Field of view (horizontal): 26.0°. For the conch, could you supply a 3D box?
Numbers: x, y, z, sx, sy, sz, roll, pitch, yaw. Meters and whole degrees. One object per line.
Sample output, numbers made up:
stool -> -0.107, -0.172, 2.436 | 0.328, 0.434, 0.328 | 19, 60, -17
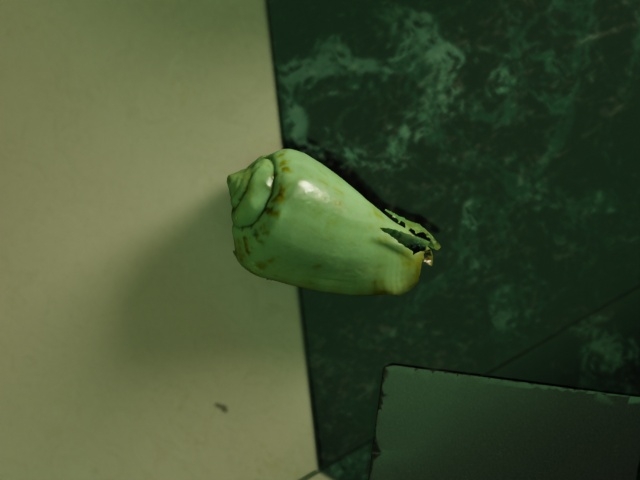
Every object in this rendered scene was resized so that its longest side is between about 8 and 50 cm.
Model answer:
conch -> 0.000, 0.000, 1.052 | 0.170, 0.079, 0.105 | 28, 118, -8

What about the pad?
pad -> 0.146, 0.178, 1.107 | 0.212, 0.003, 0.142 | 8, 102, 3
